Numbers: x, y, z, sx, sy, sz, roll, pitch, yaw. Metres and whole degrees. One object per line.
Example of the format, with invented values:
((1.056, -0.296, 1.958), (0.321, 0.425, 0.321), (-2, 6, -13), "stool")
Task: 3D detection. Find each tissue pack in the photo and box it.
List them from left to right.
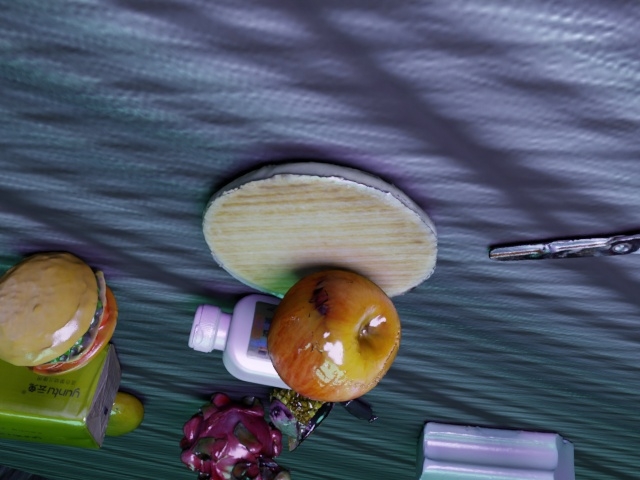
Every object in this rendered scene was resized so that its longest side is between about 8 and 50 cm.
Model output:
((-0.523, 0.264, 1.016), (0.275, 0.167, 0.200), (11, 148, -6), "tissue pack")

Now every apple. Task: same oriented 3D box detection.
((0.016, 0.099, 0.600), (0.147, 0.146, 0.146), (5, 148, 3), "apple")

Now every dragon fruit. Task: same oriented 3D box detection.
((-0.174, 0.442, 1.155), (0.219, 0.272, 0.198), (23, 109, -31), "dragon fruit")

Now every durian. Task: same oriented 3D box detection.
((-0.042, 0.317, 1.104), (0.108, 0.119, 0.186), (40, 149, 18), "durian")

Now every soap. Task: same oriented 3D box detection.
((0.396, 0.503, 1.274), (0.347, 0.114, 0.208), (3, 148, 5), "soap")

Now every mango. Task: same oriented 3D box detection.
((-0.470, 0.402, 1.302), (0.122, 0.085, 0.191), (23, 145, -19), "mango")

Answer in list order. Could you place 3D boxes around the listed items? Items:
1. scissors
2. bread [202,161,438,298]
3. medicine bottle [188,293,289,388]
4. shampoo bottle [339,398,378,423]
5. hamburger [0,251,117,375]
((0.337, 0.005, 0.576), (0.318, 0.024, 0.160), (-6, 146, 19), "scissors")
((0.000, 0.000, 0.617), (0.267, 0.040, 0.267), (5, 149, 3), "bread")
((-0.066, 0.138, 0.778), (0.219, 0.115, 0.078), (13, 149, -9), "medicine bottle")
((0.079, 0.351, 1.173), (0.048, 0.027, 0.137), (-8, 145, 26), "shampoo bottle")
((-0.348, 0.094, 0.733), (0.162, 0.161, 0.115), (0, 152, 10), "hamburger")
